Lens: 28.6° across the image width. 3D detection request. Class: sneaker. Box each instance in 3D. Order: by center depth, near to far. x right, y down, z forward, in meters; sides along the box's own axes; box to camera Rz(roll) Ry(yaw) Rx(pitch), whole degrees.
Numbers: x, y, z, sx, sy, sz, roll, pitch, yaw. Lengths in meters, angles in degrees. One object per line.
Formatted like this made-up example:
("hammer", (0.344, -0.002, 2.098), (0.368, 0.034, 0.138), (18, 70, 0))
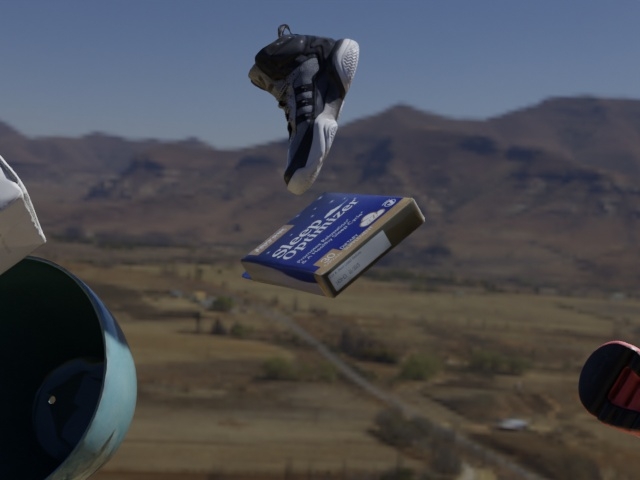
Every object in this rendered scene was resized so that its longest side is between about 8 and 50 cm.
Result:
("sneaker", (0.432, 0.217, 1.386), (0.136, 0.116, 0.314), (19, 17, -40))
("sneaker", (-0.045, -0.203, 1.899), (0.153, 0.268, 0.101), (19, -22, -2))

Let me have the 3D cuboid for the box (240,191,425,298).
("box", (0.000, 0.000, 1.382), (0.136, 0.036, 0.225), (-40, 20, -21))

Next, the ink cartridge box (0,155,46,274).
("ink cartridge box", (-0.456, -0.010, 1.207), (0.306, 0.226, 0.131), (-36, -18, -16))

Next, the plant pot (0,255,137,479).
("plant pot", (-0.334, 0.184, 1.504), (0.290, 0.290, 0.195), (4, -17, 24))
